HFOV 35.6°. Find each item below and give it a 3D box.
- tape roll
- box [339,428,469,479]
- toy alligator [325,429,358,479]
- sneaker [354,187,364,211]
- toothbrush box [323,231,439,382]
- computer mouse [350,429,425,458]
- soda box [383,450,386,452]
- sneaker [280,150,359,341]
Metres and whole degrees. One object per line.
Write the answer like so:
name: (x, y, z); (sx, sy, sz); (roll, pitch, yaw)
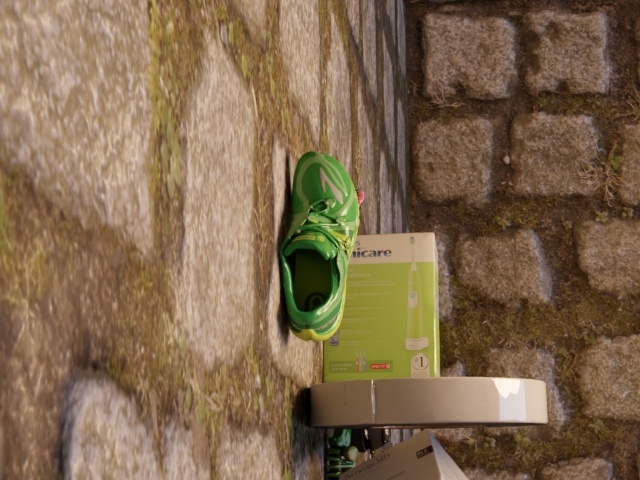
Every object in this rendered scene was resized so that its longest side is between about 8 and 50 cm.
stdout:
tape roll: (0.175, 0.271, 1.635); (0.392, 0.392, 0.072); (49, 40, -75)
box: (0.155, 0.443, 1.662); (0.182, 0.181, 0.119); (52, 13, -30)
toy alligator: (0.032, 0.374, 1.787); (0.051, 0.056, 0.189); (9, 75, -39)
sneaker: (0.066, -0.057, 2.113); (0.057, 0.047, 0.119); (86, 15, -56)
toothbrush box: (0.116, 0.138, 1.863); (0.122, 0.206, 0.283); (61, 28, -69)
computer mouse: (0.124, 0.359, 1.979); (0.060, 0.184, 0.262); (45, 41, -48)
soda box: (0.171, 0.577, 2.319); (0.060, 0.053, 0.169); (75, 16, -51)
sneaker: (0.000, 0.000, 1.491); (0.123, 0.109, 0.295); (71, 19, -72)
